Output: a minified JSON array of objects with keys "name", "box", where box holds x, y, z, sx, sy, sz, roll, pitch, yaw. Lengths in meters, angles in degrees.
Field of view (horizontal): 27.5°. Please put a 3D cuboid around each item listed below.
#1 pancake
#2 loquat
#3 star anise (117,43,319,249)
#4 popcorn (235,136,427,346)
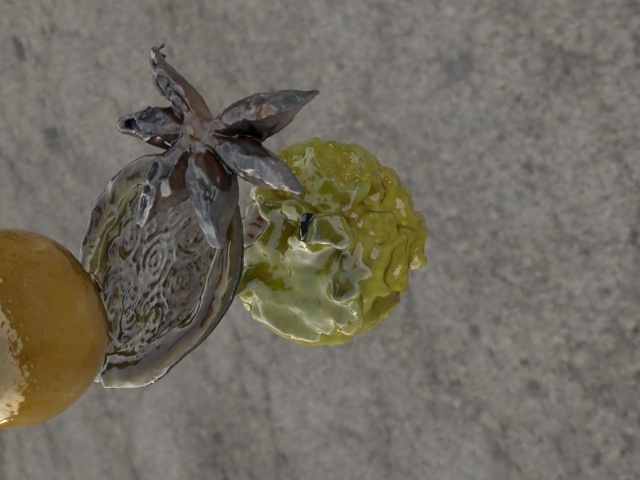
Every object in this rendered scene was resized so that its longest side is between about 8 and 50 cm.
[{"name":"pancake","box":[-0.172,0.027,1.331,0.250,0.031,0.250,-17,63,36]},{"name":"loquat","box":[-0.234,0.065,0.970,0.137,0.163,0.163,-12,95,52]},{"name":"star anise","box":[-0.105,-0.081,1.199,0.208,0.063,0.172,19,90,24]},{"name":"popcorn","box":[0.001,0.005,1.519,0.249,0.225,0.249,4,104,18]}]
